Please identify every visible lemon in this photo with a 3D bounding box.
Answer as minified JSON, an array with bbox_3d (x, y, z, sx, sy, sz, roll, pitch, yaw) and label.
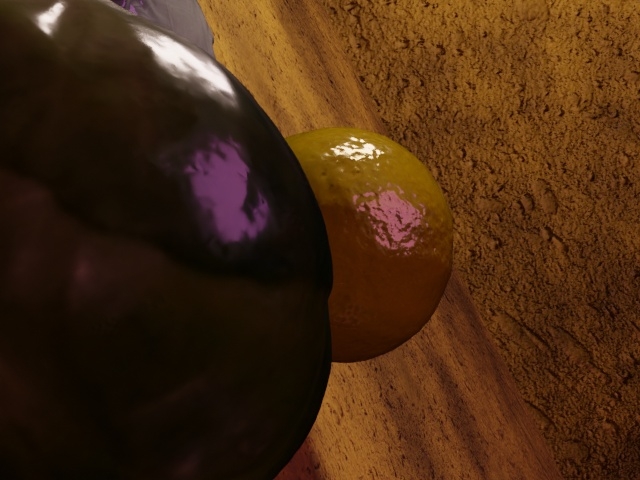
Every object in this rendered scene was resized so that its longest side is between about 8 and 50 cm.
[{"bbox_3d":[0.000,0.000,1.820,0.219,0.240,0.240,18,42,-41],"label":"lemon"}]

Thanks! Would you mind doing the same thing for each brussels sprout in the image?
[{"bbox_3d":[-0.143,0.005,1.037,0.355,0.281,0.289,56,9,10],"label":"brussels sprout"}]

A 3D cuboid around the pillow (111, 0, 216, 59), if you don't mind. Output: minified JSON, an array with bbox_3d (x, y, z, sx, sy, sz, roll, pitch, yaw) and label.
[{"bbox_3d":[-0.199,-0.225,1.619,0.283,0.138,0.310,67,15,17],"label":"pillow"}]
